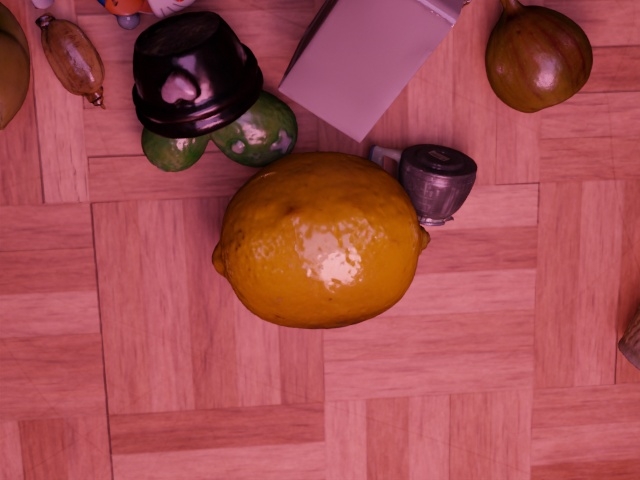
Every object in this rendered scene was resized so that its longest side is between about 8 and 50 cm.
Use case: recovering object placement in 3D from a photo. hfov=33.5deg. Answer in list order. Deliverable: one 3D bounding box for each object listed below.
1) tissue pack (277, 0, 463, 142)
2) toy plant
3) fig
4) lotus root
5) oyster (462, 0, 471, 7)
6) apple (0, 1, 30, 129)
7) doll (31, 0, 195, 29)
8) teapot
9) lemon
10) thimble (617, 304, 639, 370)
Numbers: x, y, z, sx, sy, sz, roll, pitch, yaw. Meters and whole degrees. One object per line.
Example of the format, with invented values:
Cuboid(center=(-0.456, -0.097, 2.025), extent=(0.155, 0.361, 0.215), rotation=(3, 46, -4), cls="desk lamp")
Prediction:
Cuboid(center=(0.069, -0.279, 1.392), extent=(0.136, 0.159, 0.246), rotation=(30, 135, -11), cls="tissue pack")
Cuboid(center=(-0.152, -0.188, 1.449), extent=(0.218, 0.175, 0.235), rotation=(-12, 133, 4), cls="toy plant")
Cuboid(center=(0.298, -0.273, 1.475), extent=(0.148, 0.142, 0.186), rotation=(-43, 120, -22), cls="fig")
Cuboid(center=(-0.334, -0.245, 1.458), extent=(0.072, 0.063, 0.152), rotation=(-14, 114, 37), cls="lotus root")
Cuboid(center=(0.159, -0.420, 1.453), extent=(0.223, 0.083, 0.214), rotation=(-27, 106, 4), cls="oyster")
Cuboid(center=(-0.513, -0.233, 1.346), extent=(0.279, 0.279, 0.279), rotation=(-1, 105, -6), cls="apple")
Cuboid(center=(-0.268, -0.370, 1.379), extent=(0.257, 0.161, 0.215), rotation=(-4, 139, 10), cls="doll")
Cuboid(center=(0.145, -0.076, 1.531), extent=(0.149, 0.111, 0.108), rotation=(3, 118, -12), cls="teapot")
Cuboid(center=(-0.003, 0.000, 1.461), extent=(0.284, 0.260, 0.260), rotation=(4, 106, 20), cls="lemon")
Cuboid(center=(0.583, 0.157, 1.555), extent=(0.271, 0.271, 0.150), rotation=(25, 103, -12), cls="thimble")
